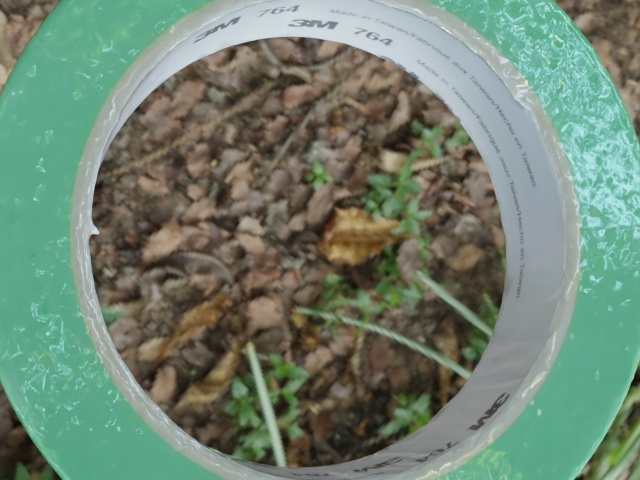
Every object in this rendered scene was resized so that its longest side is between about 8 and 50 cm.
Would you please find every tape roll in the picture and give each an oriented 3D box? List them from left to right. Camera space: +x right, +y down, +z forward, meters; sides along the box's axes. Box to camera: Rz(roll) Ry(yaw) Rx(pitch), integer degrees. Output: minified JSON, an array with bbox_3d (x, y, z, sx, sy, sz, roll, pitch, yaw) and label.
[{"bbox_3d":[0.000,0.000,0.547,0.321,0.077,0.321,1,84,-13],"label":"tape roll"}]
